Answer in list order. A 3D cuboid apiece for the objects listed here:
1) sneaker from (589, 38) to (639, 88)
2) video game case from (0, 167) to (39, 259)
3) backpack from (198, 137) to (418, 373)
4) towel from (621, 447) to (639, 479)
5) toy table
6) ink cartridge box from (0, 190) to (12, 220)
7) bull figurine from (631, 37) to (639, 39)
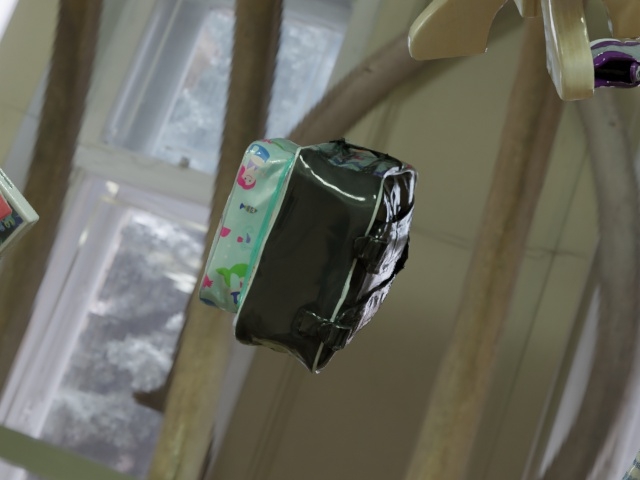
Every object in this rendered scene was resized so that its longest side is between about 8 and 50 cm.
[{"bbox_3d":[0.469,-0.236,1.645,0.224,0.083,0.098,-4,25,16],"label":"sneaker"},{"bbox_3d":[-0.458,-0.042,1.468,0.201,0.023,0.183,-39,-92,32],"label":"video game case"},{"bbox_3d":[0.000,0.000,1.235,0.191,0.225,0.253,24,16,16],"label":"backpack"},{"bbox_3d":[0.446,0.281,1.345,0.209,0.285,0.034,17,26,-2],"label":"towel"},{"bbox_3d":[0.198,-0.245,1.043,0.252,0.274,0.160,0,-57,12],"label":"toy table"},{"bbox_3d":[-0.399,-0.013,1.002,0.159,0.218,0.092,14,-45,49],"label":"ink cartridge box"},{"bbox_3d":[0.523,-0.425,1.796,0.101,0.188,0.310,-8,-14,-23],"label":"bull figurine"}]
